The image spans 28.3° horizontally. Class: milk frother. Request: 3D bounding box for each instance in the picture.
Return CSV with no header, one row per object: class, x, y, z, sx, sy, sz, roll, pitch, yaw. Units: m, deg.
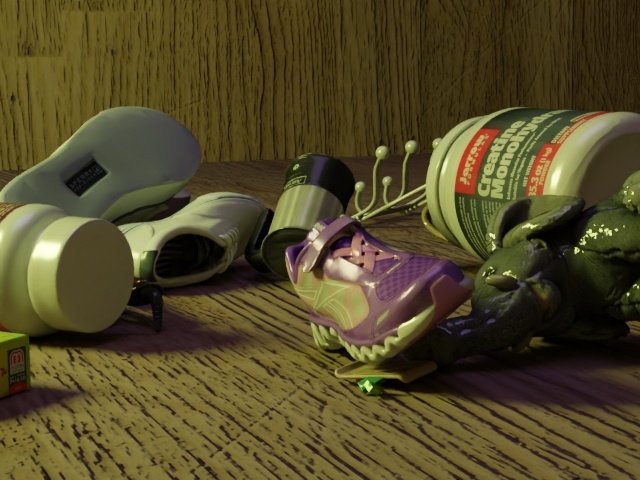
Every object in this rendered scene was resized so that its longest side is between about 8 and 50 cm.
milk frother,0.000,0.000,1.458,0.143,0.129,0.134,32,42,-15

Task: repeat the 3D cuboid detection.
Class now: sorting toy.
sorting toy,0.043,0.103,0.957,0.062,0.012,0.083,1,8,31

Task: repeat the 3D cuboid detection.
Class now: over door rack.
over door rack,0.191,-0.112,1.939,0.324,0.108,0.239,-15,1,29

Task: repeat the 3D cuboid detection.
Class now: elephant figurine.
elephant figurine,0.201,0.026,1.058,0.240,0.169,0.186,-14,-27,20

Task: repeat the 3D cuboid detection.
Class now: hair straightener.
hair straightener,-0.221,0.061,1.242,0.089,0.047,0.230,-29,26,-25

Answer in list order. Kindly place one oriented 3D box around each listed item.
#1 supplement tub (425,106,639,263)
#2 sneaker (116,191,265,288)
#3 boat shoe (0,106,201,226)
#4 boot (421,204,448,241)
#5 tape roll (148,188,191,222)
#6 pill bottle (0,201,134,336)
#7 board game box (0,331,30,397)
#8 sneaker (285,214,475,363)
supplement tub,0.260,-0.052,1.419,0.191,0.191,0.272,-5,9,-28
sneaker,-0.135,0.009,1.446,0.091,0.094,0.258,18,25,34
boat shoe,-0.276,-0.032,1.480,0.136,0.156,0.367,42,34,-1
boot,0.256,-0.036,1.736,0.165,0.077,0.213,-4,3,-29
tape roll,-0.270,-0.043,1.669,0.189,0.080,0.189,13,9,-2
pill bottle,-0.287,0.025,1.158,0.221,0.121,0.121,4,9,32
board game box,-0.319,0.091,0.954,0.181,0.043,0.092,3,8,28
sneaker,0.032,0.029,0.997,0.095,0.104,0.236,-33,9,-18
